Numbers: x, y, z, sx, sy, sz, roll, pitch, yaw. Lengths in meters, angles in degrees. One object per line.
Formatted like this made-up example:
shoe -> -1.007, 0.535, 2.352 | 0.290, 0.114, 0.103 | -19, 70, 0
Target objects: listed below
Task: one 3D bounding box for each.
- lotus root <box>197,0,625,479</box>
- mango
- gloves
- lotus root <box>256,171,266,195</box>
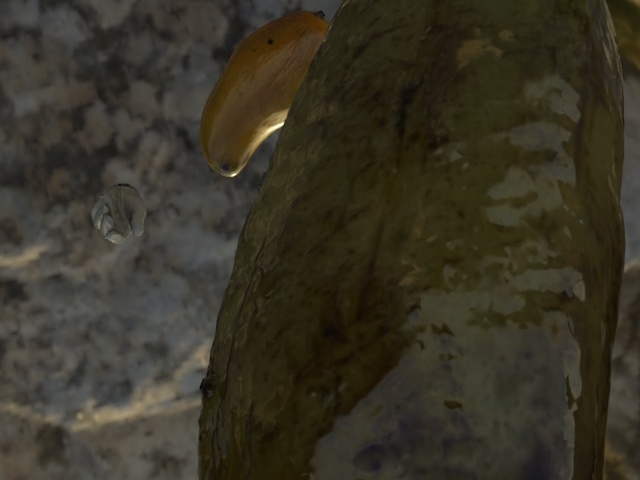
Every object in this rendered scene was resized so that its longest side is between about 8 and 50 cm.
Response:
lotus root -> 0.025, 0.015, 0.437 | 0.110, 0.258, 0.097 | -3, 154, 24
mango -> -0.055, -0.151, 1.598 | 0.190, 0.098, 0.075 | -49, 150, 20
gloves -> -0.145, -0.020, 1.182 | 0.044, 0.081, 0.037 | 6, 105, 8
lotus root -> -0.002, 0.002, 0.968 | 0.088, 0.088, 0.165 | -33, 161, 11
